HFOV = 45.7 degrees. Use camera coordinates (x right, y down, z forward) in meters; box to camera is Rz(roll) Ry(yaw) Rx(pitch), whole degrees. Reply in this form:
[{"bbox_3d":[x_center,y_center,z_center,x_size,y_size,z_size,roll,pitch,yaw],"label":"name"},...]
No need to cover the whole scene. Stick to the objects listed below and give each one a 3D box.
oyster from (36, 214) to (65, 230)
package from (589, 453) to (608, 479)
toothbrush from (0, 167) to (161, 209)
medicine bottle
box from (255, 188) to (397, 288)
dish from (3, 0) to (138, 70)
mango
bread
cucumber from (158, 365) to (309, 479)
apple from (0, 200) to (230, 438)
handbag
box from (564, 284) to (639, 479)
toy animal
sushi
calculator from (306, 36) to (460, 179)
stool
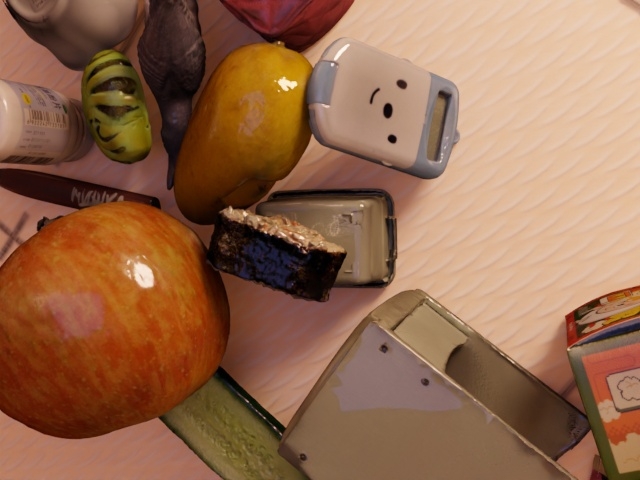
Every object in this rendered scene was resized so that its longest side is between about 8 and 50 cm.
[{"bbox_3d":[-0.334,0.007,1.009,0.106,0.200,0.061,-15,75,-24],"label":"oyster"},{"bbox_3d":[0.343,0.278,0.851,0.083,0.029,0.059,13,105,27],"label":"package"},{"bbox_3d":[-0.385,-0.074,1.049,0.364,0.041,0.041,12,97,16],"label":"toothbrush"},{"bbox_3d":[-0.376,-0.147,0.964,0.102,0.186,0.103,1,94,18],"label":"medicine bottle"},{"bbox_3d":[0.000,0.000,0.905,0.172,0.093,0.124,-1,94,18],"label":"box"},{"bbox_3d":[-0.334,-0.325,0.940,0.229,0.081,0.229,8,107,27],"label":"dish"},{"bbox_3d":[-0.094,-0.115,0.888,0.262,0.130,0.167,-43,35,48],"label":"mango"},{"bbox_3d":[-0.261,-0.166,0.961,0.139,0.071,0.130,98,149,-44],"label":"bread"},{"bbox_3d":[-0.082,0.262,0.964,0.244,0.063,0.115,44,112,10],"label":"cucumber"},{"bbox_3d":[-0.250,0.107,0.894,0.250,0.277,0.309,45,140,3],"label":"apple"},{"bbox_3d":[-0.065,-0.333,0.885,0.146,0.135,0.225,-43,85,13],"label":"handbag"},{"bbox_3d":[0.347,0.125,0.752,0.177,0.195,0.148,-19,88,18],"label":"box"},{"bbox_3d":[-0.176,-0.251,0.900,0.081,0.367,0.206,-1,56,-11],"label":"toy animal"},{"bbox_3d":[-0.050,0.013,0.827,0.150,0.090,0.078,20,96,17],"label":"sushi"},{"bbox_3d":[0.076,-0.142,0.839,0.039,0.210,0.121,8,84,59],"label":"calculator"},{"bbox_3d":[0.133,0.202,0.799,0.269,0.243,0.170,38,104,12],"label":"stool"}]
